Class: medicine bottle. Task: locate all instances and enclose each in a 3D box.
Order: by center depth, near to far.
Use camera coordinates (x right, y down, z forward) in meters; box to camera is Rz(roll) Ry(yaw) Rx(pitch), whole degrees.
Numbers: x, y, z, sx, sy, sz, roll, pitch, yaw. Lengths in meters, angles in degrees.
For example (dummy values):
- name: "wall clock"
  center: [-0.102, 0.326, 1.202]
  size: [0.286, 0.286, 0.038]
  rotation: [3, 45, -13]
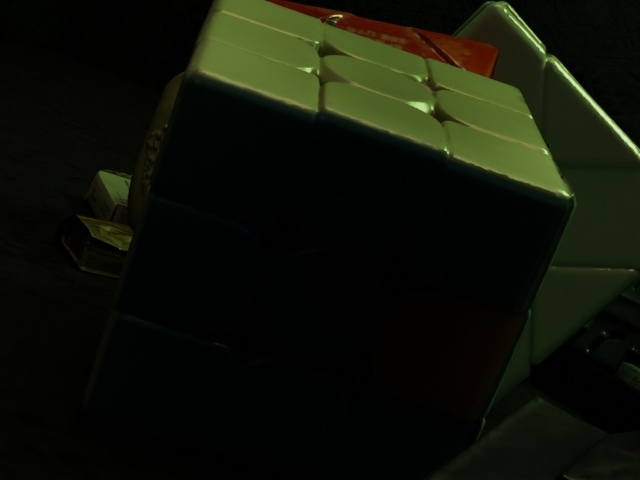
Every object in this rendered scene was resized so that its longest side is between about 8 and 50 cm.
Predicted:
- name: "medicine bottle"
  center: [-0.209, -0.032, 1.808]
  size: [0.171, 0.052, 0.201]
  rotation: [16, 10, -21]

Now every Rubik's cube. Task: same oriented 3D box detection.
- name: "Rubik's cube"
  center: [0.000, 0.000, 1.120]
  size: [0.292, 0.290, 0.291]
  rotation: [17, 20, -8]
- name: "Rubik's cube"
  center: [0.186, -0.052, 1.550]
  size: [0.319, 0.322, 0.316]
  rotation: [46, 10, -3]

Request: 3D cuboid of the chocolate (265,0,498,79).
- name: "chocolate"
  center: [0.030, -0.086, 1.307]
  size: [0.235, 0.237, 0.108]
  rotation: [13, 26, -5]

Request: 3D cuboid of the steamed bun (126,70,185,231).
- name: "steamed bun"
  center: [-0.107, -0.074, 1.620]
  size: [0.155, 0.250, 0.200]
  rotation: [21, 7, 26]

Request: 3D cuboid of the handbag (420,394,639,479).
- name: "handbag"
  center: [0.204, 0.218, 0.769]
  size: [0.326, 0.118, 0.269]
  rotation: [26, 36, 31]

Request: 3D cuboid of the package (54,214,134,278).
- name: "package"
  center: [-0.246, 0.000, 1.538]
  size: [0.071, 0.047, 0.131]
  rotation: [12, 13, -25]

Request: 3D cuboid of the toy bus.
- name: "toy bus"
  center: [0.408, 0.108, 1.726]
  size: [0.233, 0.203, 0.427]
  rotation: [38, -4, -33]
